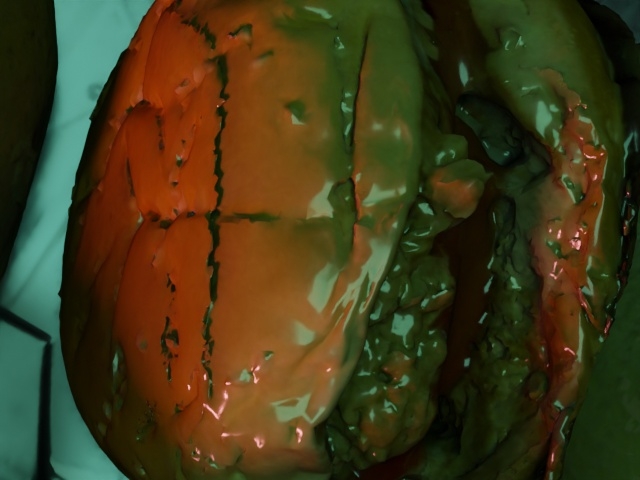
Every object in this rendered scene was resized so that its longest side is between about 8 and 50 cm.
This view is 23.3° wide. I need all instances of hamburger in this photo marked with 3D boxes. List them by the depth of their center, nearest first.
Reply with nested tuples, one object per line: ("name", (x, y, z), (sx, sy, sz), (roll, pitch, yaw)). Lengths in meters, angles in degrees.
("hamburger", (0.000, 0.000, 0.571), (0.163, 0.244, 0.244), (16, 81, -18))

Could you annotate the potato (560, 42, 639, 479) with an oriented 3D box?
("potato", (0.151, 0.034, 0.629), (0.174, 0.159, 0.251), (1, 74, -38))

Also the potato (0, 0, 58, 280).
("potato", (-0.174, -0.044, 0.582), (0.160, 0.111, 0.271), (21, 73, -24))
